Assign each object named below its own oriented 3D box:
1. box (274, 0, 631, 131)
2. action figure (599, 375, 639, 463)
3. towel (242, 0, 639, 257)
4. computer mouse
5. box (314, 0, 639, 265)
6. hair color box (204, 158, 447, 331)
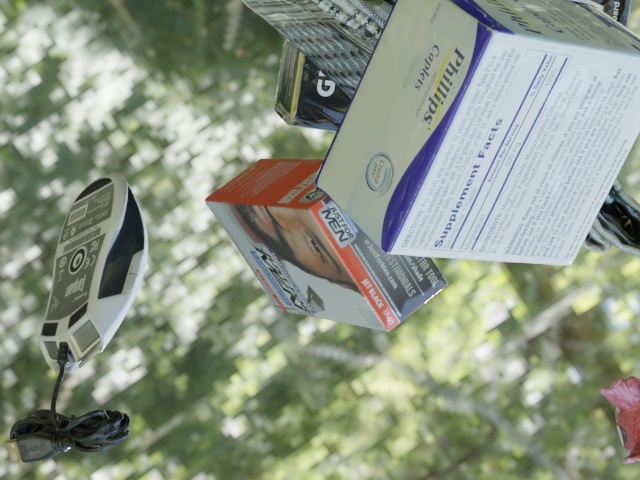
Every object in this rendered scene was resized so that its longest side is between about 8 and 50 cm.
[{"bbox_3d":[0.116,-0.234,1.519,0.257,0.322,0.079,6,-167,-15],"label":"box"},{"bbox_3d":[0.344,0.099,1.342,0.370,0.248,0.276,-17,-163,-37],"label":"action figure"},{"bbox_3d":[0.052,-0.107,1.307,0.056,0.312,0.324,-48,-161,-5],"label":"towel"},{"bbox_3d":[-0.137,0.048,1.205,0.106,0.042,0.193,-24,-133,47],"label":"computer mouse"},{"bbox_3d":[0.087,-0.059,0.993,0.137,0.072,0.126,4,119,-41],"label":"box"},{"bbox_3d":[0.000,0.000,1.221,0.053,0.093,0.167,-39,-163,-19],"label":"hair color box"}]
